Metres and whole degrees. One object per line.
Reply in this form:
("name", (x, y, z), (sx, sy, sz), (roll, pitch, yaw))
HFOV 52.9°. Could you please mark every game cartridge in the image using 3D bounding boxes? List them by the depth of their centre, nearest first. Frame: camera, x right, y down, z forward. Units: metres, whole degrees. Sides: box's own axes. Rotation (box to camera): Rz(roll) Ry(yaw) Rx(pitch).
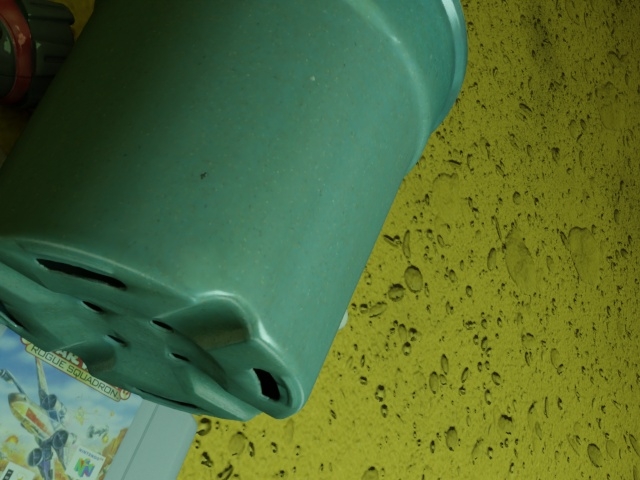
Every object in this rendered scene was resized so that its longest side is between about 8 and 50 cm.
("game cartridge", (-0.247, 0.163, 0.549), (0.297, 0.062, 0.198), (41, 57, -30))

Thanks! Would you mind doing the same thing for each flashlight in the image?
("flashlight", (-0.347, -0.152, 0.496), (0.304, 0.103, 0.103), (-14, 92, -48))

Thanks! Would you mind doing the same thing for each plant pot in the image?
("plant pot", (-0.079, -0.059, 0.521), (0.341, 0.341, 0.334), (41, 52, -31))

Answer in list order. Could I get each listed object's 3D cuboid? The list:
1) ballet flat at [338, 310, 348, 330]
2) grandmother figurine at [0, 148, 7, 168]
("ballet flat", (0.000, 0.000, 0.784), (0.482, 0.164, 0.182), (-61, 142, -38))
("grandmother figurine", (-0.357, 0.049, 0.422), (0.342, 0.208, 0.104), (-54, 162, -31))
